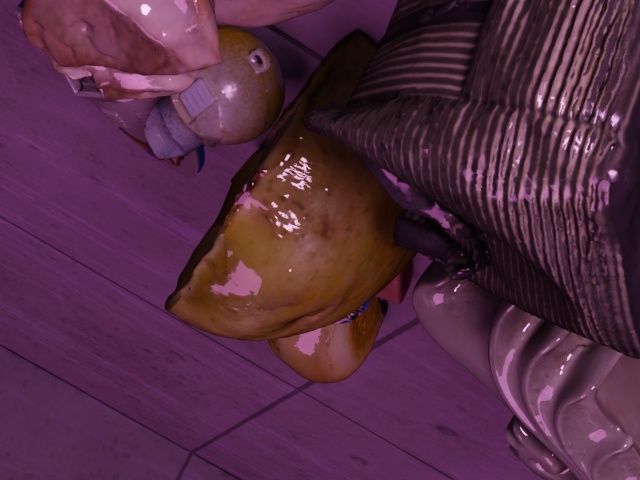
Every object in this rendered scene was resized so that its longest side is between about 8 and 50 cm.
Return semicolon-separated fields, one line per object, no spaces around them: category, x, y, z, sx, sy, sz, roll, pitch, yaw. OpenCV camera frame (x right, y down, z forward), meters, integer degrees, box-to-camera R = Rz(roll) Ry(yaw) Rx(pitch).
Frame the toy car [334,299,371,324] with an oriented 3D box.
toy car;-0.013;0.012;1.282;0.216;0.103;0.063;42;-154;27

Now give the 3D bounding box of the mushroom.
mushroom;-0.103;-0.239;0.683;0.297;0.290;0.297;22;154;11

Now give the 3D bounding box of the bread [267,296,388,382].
bread;-0.011;0.109;1.426;0.158;0.156;0.261;16;152;20

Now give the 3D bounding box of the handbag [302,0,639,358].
handbag;0.155;-0.081;0.779;0.240;0.247;0.341;15;163;29

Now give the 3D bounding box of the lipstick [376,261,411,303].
lipstick;0.087;0.025;1.295;0.045;0.045;0.145;18;153;15

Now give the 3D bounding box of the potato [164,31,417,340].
potato;0.000;0.000;1.062;0.212;0.280;0.330;33;153;-7

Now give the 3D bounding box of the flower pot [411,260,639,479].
flower pot;0.282;0.158;1.195;0.367;0.164;0.254;51;158;-21

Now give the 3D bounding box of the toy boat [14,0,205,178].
toy boat;-0.213;-0.166;1.178;0.129;0.088;0.295;8;149;35

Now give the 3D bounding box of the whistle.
whistle;-0.111;-0.145;1.077;0.123;0.123;0.223;37;145;-19
